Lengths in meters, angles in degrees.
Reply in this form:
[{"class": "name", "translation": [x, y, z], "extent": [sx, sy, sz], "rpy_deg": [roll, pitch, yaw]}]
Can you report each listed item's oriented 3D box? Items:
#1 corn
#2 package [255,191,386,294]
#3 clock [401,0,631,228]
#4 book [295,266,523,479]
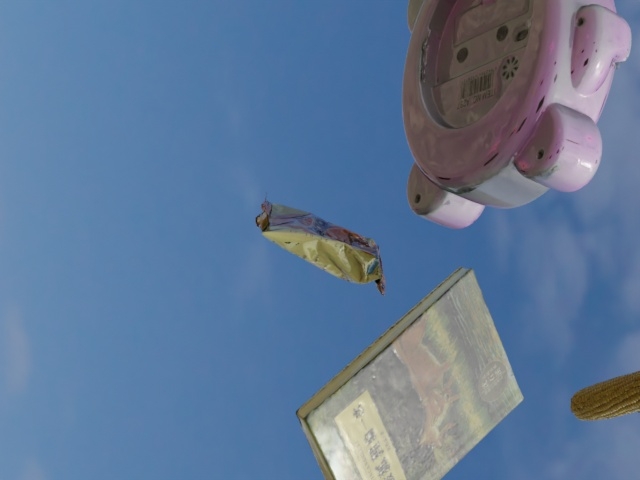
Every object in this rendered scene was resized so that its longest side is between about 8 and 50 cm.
[{"class": "corn", "translation": [0.199, 0.102, 1.065], "extent": [0.083, 0.027, 0.028], "rpy_deg": [-24, -93, 47]}, {"class": "package", "translation": [0.002, 0.001, 1.347], "extent": [0.031, 0.121, 0.108], "rpy_deg": [-63, -176, 11]}, {"class": "clock", "translation": [0.154, -0.143, 1.336], "extent": [0.227, 0.090, 0.247], "rpy_deg": [-20, -123, 51]}, {"class": "book", "translation": [0.086, 0.151, 1.489], "extent": [0.024, 0.228, 0.160], "rpy_deg": [12, -47, 49]}]
